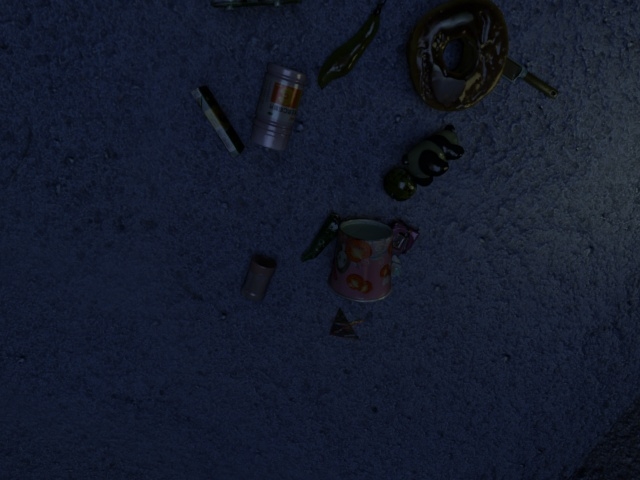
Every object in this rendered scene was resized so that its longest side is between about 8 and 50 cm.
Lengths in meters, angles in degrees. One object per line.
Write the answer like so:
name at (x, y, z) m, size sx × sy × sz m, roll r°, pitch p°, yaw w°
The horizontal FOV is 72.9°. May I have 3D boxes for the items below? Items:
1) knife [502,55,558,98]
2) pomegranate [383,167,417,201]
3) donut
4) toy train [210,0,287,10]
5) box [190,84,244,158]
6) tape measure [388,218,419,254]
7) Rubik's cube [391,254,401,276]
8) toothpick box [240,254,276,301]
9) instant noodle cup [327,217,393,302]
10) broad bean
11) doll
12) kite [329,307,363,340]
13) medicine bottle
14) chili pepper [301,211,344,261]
knife at (0.655, -0.559, 1.451) m, size 0.343 × 0.027 × 0.061 m, roll 27°, pitch 112°, yaw -13°
pomegranate at (0.295, -0.207, 1.530) m, size 0.161 × 0.122 × 0.122 m, roll -33°, pitch 113°, yaw -19°
donut at (0.413, -0.582, 1.360) m, size 0.329 × 0.160 × 0.330 m, roll -3°, pitch 115°, yaw -7°
toy train at (-0.188, -0.738, 1.205) m, size 0.307 × 0.249 × 0.174 m, roll -5°, pitch 115°, yaw -1°
box at (-0.327, -0.385, 1.402) m, size 0.034 × 0.132 × 0.235 m, roll -27°, pitch 112°, yaw 9°
tape measure at (0.294, -0.014, 1.621) m, size 0.118 × 0.074 × 0.125 m, roll 24°, pitch 106°, yaw -12°
Rubik's cube at (0.271, 0.098, 1.665) m, size 0.075 × 0.073 × 0.084 m, roll 2°, pitch 114°, yaw -4°
toothpick box at (-0.234, 0.142, 1.636) m, size 0.098 × 0.098 × 0.149 m, roll 19°, pitch 110°, yaw -11°
instant noodle cup at (0.152, 0.061, 1.543) m, size 0.242 × 0.243 × 0.231 m, roll 2°, pitch 116°, yaw -5°
broad bean at (0.103, -0.615, 1.379) m, size 0.325 × 0.067 × 0.075 m, roll -49°, pitch 137°, yaw 13°
doll at (0.384, -0.287, 1.454) m, size 0.234 × 0.143 × 0.135 m, roll -38°, pitch 88°, yaw -24°
kite at (0.105, 0.359, 1.793) m, size 0.159 × 0.010 × 0.190 m, roll -30°, pitch 111°, yaw 8°
medicine bottle at (-0.139, -0.429, 1.397) m, size 0.133 × 0.133 × 0.250 m, roll 16°, pitch 110°, yaw -10°
chili pepper at (0.000, 0.000, 1.622) m, size 0.088 × 0.059 × 0.227 m, roll 38°, pitch 108°, yaw -16°
